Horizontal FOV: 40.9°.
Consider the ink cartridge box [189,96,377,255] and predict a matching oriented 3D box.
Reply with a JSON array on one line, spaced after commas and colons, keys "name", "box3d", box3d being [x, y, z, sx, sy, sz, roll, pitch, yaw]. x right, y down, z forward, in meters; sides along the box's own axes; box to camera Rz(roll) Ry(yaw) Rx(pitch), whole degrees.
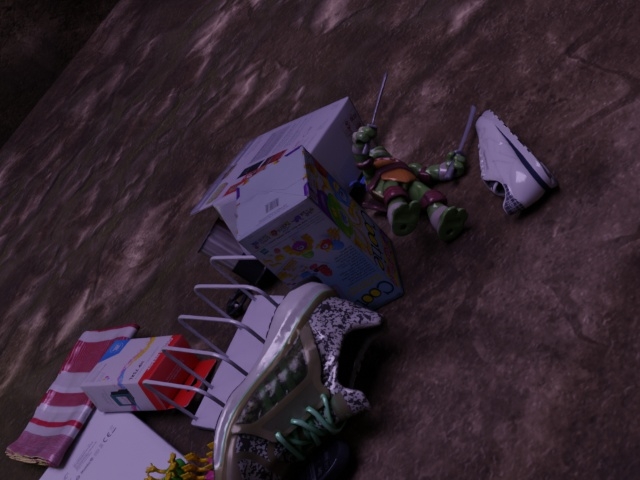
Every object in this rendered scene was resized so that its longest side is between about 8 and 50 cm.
[{"name": "ink cartridge box", "box3d": [-0.069, -0.120, 1.689, 0.272, 0.130, 0.309, -18, 25, 33]}]

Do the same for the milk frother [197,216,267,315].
[{"name": "milk frother", "box3d": [-0.183, 0.054, 1.693, 0.143, 0.135, 0.129, -62, 5, -29]}]

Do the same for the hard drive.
[{"name": "hard drive", "box3d": [-0.384, 0.443, 1.585, 0.353, 0.047, 0.233, 18, 68, 52]}]

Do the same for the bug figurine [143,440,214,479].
[{"name": "bug figurine", "box3d": [-0.209, 0.432, 1.349, 0.279, 0.072, 0.216, -29, 43, 40]}]

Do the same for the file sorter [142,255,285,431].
[{"name": "file sorter", "box3d": [-0.150, 0.178, 1.507, 0.193, 0.173, 0.277, -1, 53, 43]}]

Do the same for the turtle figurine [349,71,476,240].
[{"name": "turtle figurine", "box3d": [0.161, -0.139, 1.494, 0.275, 0.198, 0.266, -39, 39, 14]}]

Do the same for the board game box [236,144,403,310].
[{"name": "board game box", "box3d": [0.000, 0.000, 1.444, 0.144, 0.275, 0.142, -31, 38, 20]}]

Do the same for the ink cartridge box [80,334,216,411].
[{"name": "ink cartridge box", "box3d": [-0.330, 0.255, 1.652, 0.231, 0.078, 0.134, -9, 32, 33]}]

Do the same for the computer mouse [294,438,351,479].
[{"name": "computer mouse", "box3d": [-0.039, 0.388, 1.312, 0.242, 0.041, 0.071, -41, 26, 17]}]

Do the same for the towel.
[{"name": "towel", "box3d": [-0.521, 0.319, 1.808, 0.237, 0.037, 0.329, -13, 42, 49]}]

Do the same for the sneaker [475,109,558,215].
[{"name": "sneaker", "box3d": [0.304, -0.137, 1.449, 0.095, 0.090, 0.235, -45, 33, 17]}]

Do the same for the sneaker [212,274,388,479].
[{"name": "sneaker", "box3d": [-0.021, 0.246, 1.281, 0.182, 0.158, 0.410, 9, 65, 33]}]
